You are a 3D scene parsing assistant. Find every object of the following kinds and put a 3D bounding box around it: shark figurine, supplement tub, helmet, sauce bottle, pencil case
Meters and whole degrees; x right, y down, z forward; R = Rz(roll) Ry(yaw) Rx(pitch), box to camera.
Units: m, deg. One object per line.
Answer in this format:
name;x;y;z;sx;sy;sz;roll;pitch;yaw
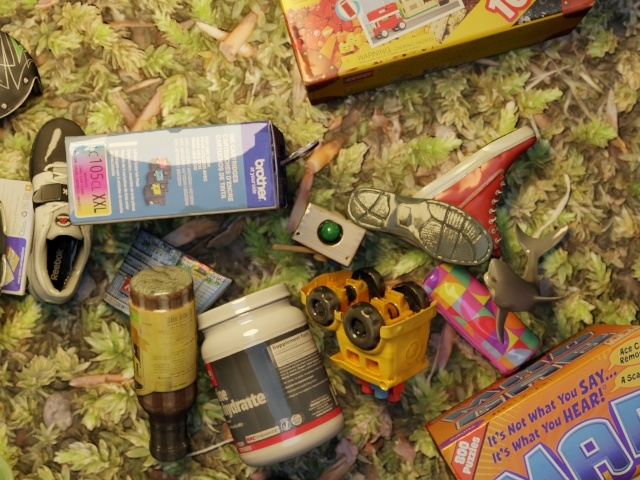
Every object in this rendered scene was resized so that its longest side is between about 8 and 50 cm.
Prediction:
shark figurine;0.364;0.073;1.716;0.116;0.278;0.166;-2;105;28
supplement tub;-0.088;0.227;1.727;0.191;0.191;0.272;-21;87;0
helmet;-0.576;-0.287;1.781;0.169;0.161;0.169;0;87;1
sauce bottle;-0.261;0.216;1.716;0.111;0.111;0.344;2;113;1
pencil case;0.268;0.133;1.771;0.236;0.104;0.104;41;89;4

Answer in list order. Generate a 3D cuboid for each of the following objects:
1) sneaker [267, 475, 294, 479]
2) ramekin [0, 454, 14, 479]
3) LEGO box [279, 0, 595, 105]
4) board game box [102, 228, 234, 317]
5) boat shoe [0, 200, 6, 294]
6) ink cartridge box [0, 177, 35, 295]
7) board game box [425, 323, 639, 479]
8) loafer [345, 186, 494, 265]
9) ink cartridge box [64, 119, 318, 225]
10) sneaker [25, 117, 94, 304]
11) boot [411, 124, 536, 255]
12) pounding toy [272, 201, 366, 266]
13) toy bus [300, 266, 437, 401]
sneaker;-0.028;0.475;1.787;0.161;0.057;0.075;21;104;1
ramekin;-0.680;0.417;1.685;0.303;0.303;0.148;26;95;3
LEGO box;0.166;-0.489;1.759;0.500;0.193;0.372;-16;87;0
board game box;-0.284;0.107;1.804;0.194;0.060;0.194;29;87;3
boat shoe;-0.588;0.063;1.754;0.114;0.091;0.302;6;92;21
ink cartridge box;-0.615;-0.016;1.825;0.208;0.045;0.206;8;88;0
board game box;0.418;0.374;1.622;0.356;0.356;0.356;-31;86;0
loafer;0.177;-0.028;1.756;0.267;0.084;0.096;21;91;18
ink cartridge box;-0.197;-0.111;1.709;0.395;0.270;0.151;-3;92;1
sneaker;-0.438;-0.051;1.761;0.122;0.146;0.330;1;90;-24
boot;0.308;-0.075;1.790;0.244;0.088;0.176;-36;87;7
pounding toy;0.000;0.000;1.762;0.130;0.141;0.100;26;88;3
toy bus;0.081;0.171;1.748;0.220;0.149;0.211;21;122;40
